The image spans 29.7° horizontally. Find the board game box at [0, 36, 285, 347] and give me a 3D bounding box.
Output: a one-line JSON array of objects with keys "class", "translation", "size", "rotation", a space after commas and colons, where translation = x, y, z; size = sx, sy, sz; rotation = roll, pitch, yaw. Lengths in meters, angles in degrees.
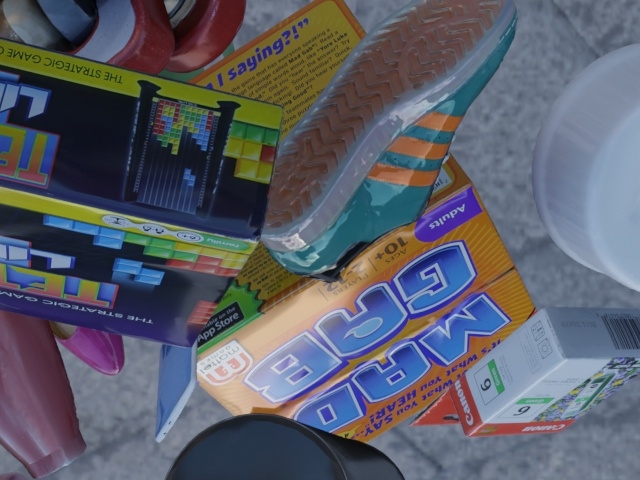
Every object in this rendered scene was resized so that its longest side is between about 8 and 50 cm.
[{"class": "board game box", "translation": [-0.110, -0.017, 0.393], "size": [0.170, 0.048, 0.141], "rotation": [13, 159, -9]}]

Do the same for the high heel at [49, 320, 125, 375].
[{"class": "high heel", "translation": [-0.303, 0.056, 1.246], "size": [0.082, 0.117, 0.244], "rotation": [-30, 95, 34]}]

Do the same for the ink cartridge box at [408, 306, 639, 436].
[{"class": "ink cartridge box", "translation": [0.098, 0.072, 0.569], "size": [0.063, 0.029, 0.115], "rotation": [3, 144, -33]}]

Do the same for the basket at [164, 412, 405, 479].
[{"class": "basket", "translation": [-0.029, 0.208, 0.871], "size": [0.204, 0.154, 0.227], "rotation": [-40, 161, -9]}]

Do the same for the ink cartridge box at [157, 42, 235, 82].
[{"class": "ink cartridge box", "translation": [-0.222, -0.200, 1.520], "size": [0.235, 0.056, 0.171], "rotation": [-7, 134, 6]}]

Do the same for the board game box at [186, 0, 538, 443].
[{"class": "board game box", "translation": [0.000, 0.000, 1.460], "size": [0.357, 0.356, 0.356], "rotation": [-32, 143, 4]}]

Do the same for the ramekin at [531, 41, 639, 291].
[{"class": "ramekin", "translation": [0.384, -0.069, 1.316], "size": [0.277, 0.135, 0.277], "rotation": [-3, 110, -10]}]

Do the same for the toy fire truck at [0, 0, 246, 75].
[{"class": "toy fire truck", "translation": [-0.218, -0.206, 0.935], "size": [0.254, 0.302, 0.169], "rotation": [-33, 148, 23]}]

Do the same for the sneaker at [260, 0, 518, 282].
[{"class": "sneaker", "translation": [0.065, -0.092, 1.048], "size": [0.302, 0.108, 0.121], "rotation": [-46, 140, -3]}]

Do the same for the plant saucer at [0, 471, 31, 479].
[{"class": "plant saucer", "translation": [-0.243, 0.351, 0.935], "size": [0.084, 0.332, 0.332], "rotation": [-11, 135, -4]}]

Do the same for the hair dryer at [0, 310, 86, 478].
[{"class": "hair dryer", "translation": [-0.230, 0.030, 0.782], "size": [0.080, 0.293, 0.223], "rotation": [-31, 147, -12]}]

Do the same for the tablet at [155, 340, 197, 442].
[{"class": "tablet", "translation": [-0.084, 0.074, 0.716], "size": [0.006, 0.083, 0.054], "rotation": [22, 121, -19]}]
